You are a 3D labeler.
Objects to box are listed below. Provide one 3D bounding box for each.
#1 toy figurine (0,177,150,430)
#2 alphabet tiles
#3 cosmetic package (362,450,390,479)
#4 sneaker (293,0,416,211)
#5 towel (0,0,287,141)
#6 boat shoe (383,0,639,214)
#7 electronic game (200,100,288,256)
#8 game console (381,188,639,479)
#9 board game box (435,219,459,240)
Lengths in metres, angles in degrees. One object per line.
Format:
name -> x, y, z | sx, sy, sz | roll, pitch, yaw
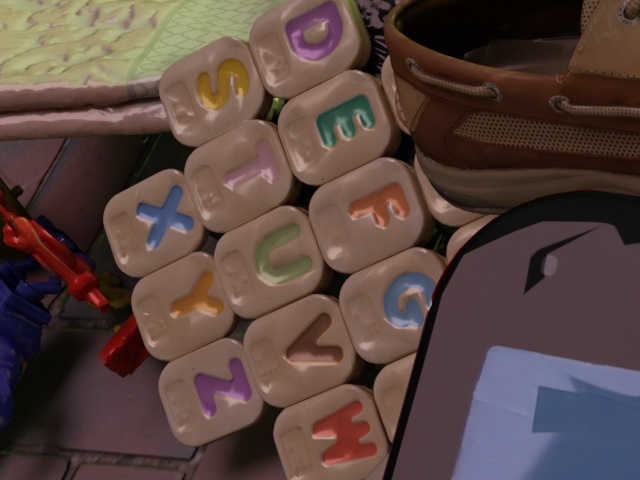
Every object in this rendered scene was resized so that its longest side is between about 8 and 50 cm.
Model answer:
toy figurine -> -0.283, 0.053, 1.210 | 0.217, 0.191, 0.362 | -50, 35, -3
alphabet tiles -> 0.000, 0.000, 0.992 | 0.278, 0.021, 0.284 | -24, 77, 22
cosmetic package -> 0.150, 0.110, 0.792 | 0.296, 0.129, 0.153 | -46, 35, -7
sneaker -> 0.063, -0.104, 1.045 | 0.107, 0.110, 0.275 | 24, 89, 22
towel -> -0.148, -0.158, 1.228 | 0.316, 0.053, 0.332 | -2, 25, 14
boat shoe -> 0.163, -0.086, 0.775 | 0.324, 0.116, 0.123 | -7, 40, 36
electronic game -> 0.000, -0.057, 1.170 | 0.229, 0.048, 0.229 | -26, 37, 22
game console -> 0.173, 0.173, 0.622 | 0.342, 0.060, 0.387 | 8, 69, 23
board game box -> 0.149, -0.062, 1.042 | 0.181, 0.043, 0.092 | -42, 35, -1
